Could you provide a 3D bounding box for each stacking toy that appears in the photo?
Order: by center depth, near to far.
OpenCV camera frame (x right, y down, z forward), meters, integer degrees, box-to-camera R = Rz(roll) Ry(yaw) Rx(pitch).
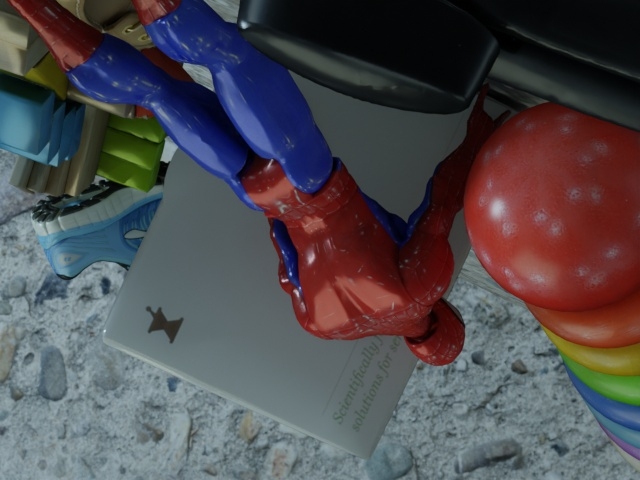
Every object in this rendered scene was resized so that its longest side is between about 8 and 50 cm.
[{"bbox_3d":[0.156,0.028,0.694,0.141,0.141,0.330,24,173,35],"label":"stacking toy"}]

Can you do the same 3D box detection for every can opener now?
[{"bbox_3d":[0.069,-0.057,0.414,0.186,0.073,0.059,17,171,-7],"label":"can opener"}]

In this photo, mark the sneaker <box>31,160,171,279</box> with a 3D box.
[{"bbox_3d":[-0.151,-0.015,1.119,0.162,0.073,0.063,-20,-153,-28],"label":"sneaker"}]

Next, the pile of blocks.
[{"bbox_3d":[-0.146,-0.091,0.982,0.113,0.149,0.362,19,179,5],"label":"pile of blocks"}]

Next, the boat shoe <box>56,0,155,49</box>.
[{"bbox_3d":[-0.096,-0.127,0.703,0.059,0.063,0.170,23,-172,0],"label":"boat shoe"}]

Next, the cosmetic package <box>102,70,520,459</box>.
[{"bbox_3d":[0.000,0.000,0.856,0.155,0.197,0.365,25,180,1],"label":"cosmetic package"}]

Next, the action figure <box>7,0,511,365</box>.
[{"bbox_3d":[-0.013,-0.062,0.613,0.091,0.139,0.280,-20,123,35],"label":"action figure"}]
